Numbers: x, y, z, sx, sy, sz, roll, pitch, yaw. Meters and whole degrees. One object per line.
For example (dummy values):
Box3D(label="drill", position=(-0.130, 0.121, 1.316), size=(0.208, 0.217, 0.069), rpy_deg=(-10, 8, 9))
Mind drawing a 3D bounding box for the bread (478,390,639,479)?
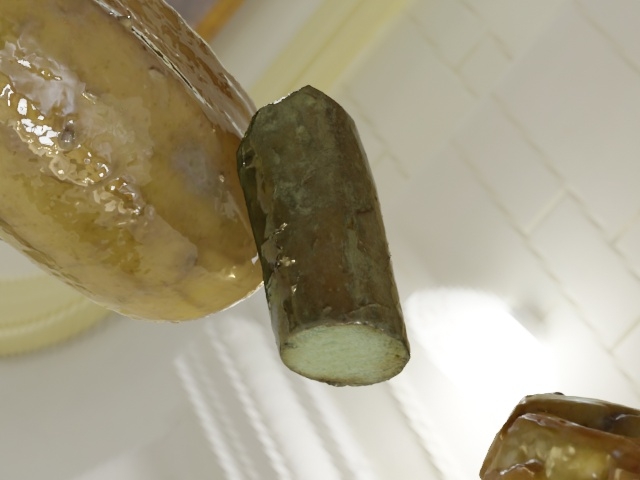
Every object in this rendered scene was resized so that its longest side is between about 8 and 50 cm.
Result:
Box3D(label="bread", position=(0.176, 0.200, 0.932), size=(0.235, 0.210, 0.099), rpy_deg=(15, -173, 27))

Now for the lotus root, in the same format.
Box3D(label="lotus root", position=(-0.151, -0.081, 0.962), size=(0.343, 0.151, 0.169), rpy_deg=(41, -159, -33))

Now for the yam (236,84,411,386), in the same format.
Box3D(label="yam", position=(0.000, 0.000, 0.907), size=(0.070, 0.070, 0.146), rpy_deg=(10, -117, -59))
